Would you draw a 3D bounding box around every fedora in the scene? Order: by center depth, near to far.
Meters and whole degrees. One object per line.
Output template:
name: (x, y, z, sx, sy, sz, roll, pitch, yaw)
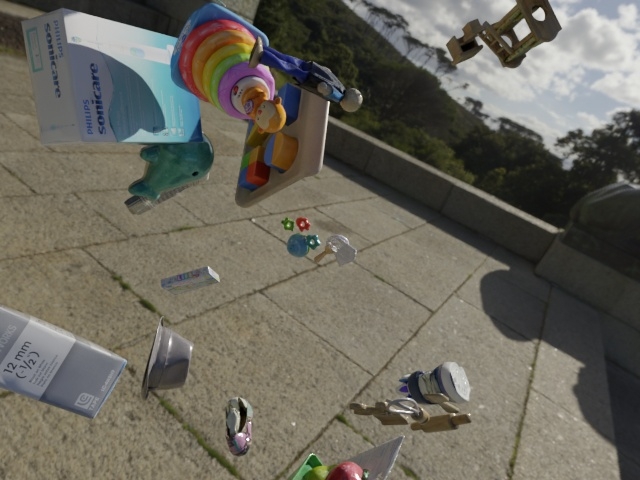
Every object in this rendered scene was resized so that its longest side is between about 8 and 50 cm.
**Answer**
fedora: (-0.468, 0.373, 1.382, 0.125, 0.275, 0.243, 15, 42, -18)

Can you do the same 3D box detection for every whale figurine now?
whale figurine: (-0.422, -0.201, 1.277, 0.141, 0.272, 0.216, 52, 11, 24)

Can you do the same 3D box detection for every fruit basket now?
fruit basket: (0.027, 0.625, 1.053, 0.165, 0.353, 0.327, 59, 27, 2)

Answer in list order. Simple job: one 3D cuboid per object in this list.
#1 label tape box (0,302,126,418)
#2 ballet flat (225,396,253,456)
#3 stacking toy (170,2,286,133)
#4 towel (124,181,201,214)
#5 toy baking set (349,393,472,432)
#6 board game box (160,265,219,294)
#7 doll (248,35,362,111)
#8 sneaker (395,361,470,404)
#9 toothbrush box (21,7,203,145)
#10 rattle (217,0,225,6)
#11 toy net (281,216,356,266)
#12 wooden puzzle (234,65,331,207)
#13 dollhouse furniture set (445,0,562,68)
label tape box: (-0.545, 0.175, 0.773, 0.348, 0.115, 0.249, 37, -24, -25)
ballet flat: (-0.220, 0.466, 1.172, 0.077, 0.079, 0.221, -17, 17, -6)
stacking toy: (-0.143, -0.279, 0.805, 0.166, 0.175, 0.301, 13, 32, -45)
towel: (-0.532, -0.179, 1.573, 0.056, 0.312, 0.324, 58, -17, -9)
toy baking set: (0.168, 0.321, 0.813, 0.197, 0.256, 0.030, 21, 56, -25)
board game box: (-0.411, 0.129, 1.415, 0.154, 0.103, 0.026, -16, 69, 0)
doll: (-0.016, -0.256, 0.696, 0.189, 0.046, 0.129, 20, 29, -20)
sneaker: (0.353, 0.487, 1.461, 0.323, 0.237, 0.130, 30, 42, -62)
toothbrush box: (-0.387, -0.297, 0.877, 0.126, 0.216, 0.296, 3, 13, 28)
rattle: (-0.291, -0.551, 0.907, 0.143, 0.130, 0.200, -11, -13, 33)
toy net: (0.000, 0.000, 1.172, 0.232, 0.121, 0.045, 8, 17, 32)
wooden puzzle: (-0.124, -0.279, 1.210, 0.081, 0.321, 0.348, 22, -25, -37)
dollhouse furniture set: (0.352, -0.386, 0.818, 0.101, 0.161, 0.182, 64, -11, 0)
